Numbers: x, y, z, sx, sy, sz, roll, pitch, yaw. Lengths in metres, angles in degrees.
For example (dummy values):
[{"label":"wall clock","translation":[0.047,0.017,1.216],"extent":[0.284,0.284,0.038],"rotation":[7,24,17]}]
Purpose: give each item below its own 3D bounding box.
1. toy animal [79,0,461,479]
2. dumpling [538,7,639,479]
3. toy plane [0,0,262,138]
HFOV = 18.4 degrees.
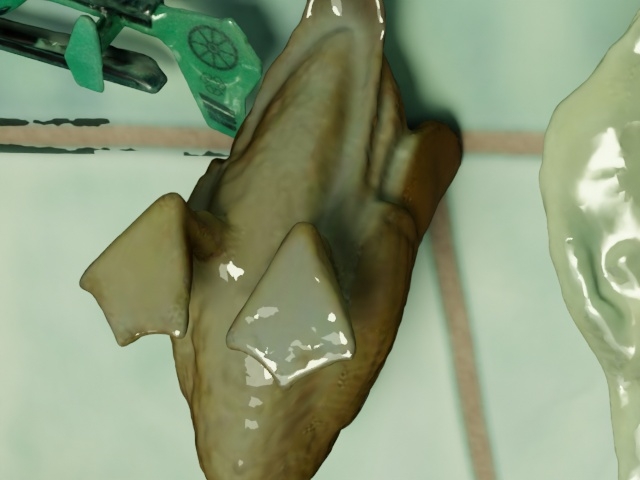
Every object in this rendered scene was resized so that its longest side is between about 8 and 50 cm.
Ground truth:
[{"label":"toy animal","translation":[0.000,0.000,0.668],"extent":[0.089,0.179,0.188],"rotation":[16,89,17]},{"label":"dumpling","translation":[0.134,0.021,0.588],"extent":[0.124,0.151,0.229],"rotation":[4,128,56]},{"label":"toy plane","translation":[-0.126,-0.100,0.687],"extent":[0.235,0.060,0.096],"rotation":[20,135,17]}]
